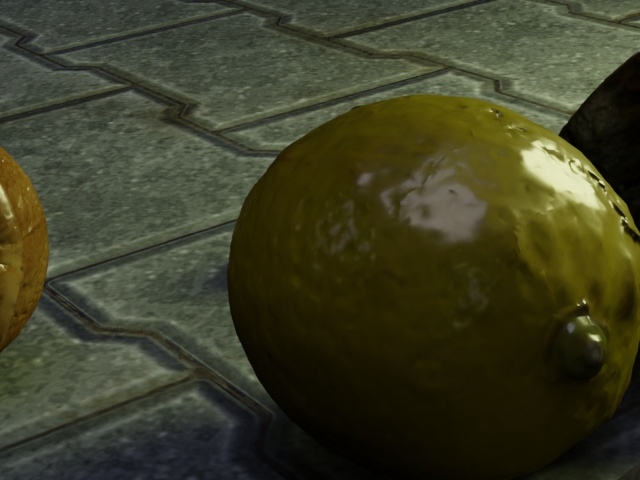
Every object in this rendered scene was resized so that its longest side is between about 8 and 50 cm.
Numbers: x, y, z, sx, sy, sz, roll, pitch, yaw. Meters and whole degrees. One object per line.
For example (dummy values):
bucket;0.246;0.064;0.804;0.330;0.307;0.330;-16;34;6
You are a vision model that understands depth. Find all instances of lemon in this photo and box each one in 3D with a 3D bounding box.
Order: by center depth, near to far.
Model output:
lemon;0.069;0.029;0.859;0.260;0.261;0.284;-7;9;-7

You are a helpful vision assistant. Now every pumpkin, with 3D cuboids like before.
pumpkin;0.248;0.018;0.937;0.111;0.278;0.163;-32;54;5

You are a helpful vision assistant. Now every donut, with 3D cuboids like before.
donut;-0.317;0.008;1.017;0.226;0.227;0.114;1;15;11

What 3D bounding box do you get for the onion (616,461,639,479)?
onion;0.356;0.076;0.738;0.272;0.231;0.256;-10;24;-26
